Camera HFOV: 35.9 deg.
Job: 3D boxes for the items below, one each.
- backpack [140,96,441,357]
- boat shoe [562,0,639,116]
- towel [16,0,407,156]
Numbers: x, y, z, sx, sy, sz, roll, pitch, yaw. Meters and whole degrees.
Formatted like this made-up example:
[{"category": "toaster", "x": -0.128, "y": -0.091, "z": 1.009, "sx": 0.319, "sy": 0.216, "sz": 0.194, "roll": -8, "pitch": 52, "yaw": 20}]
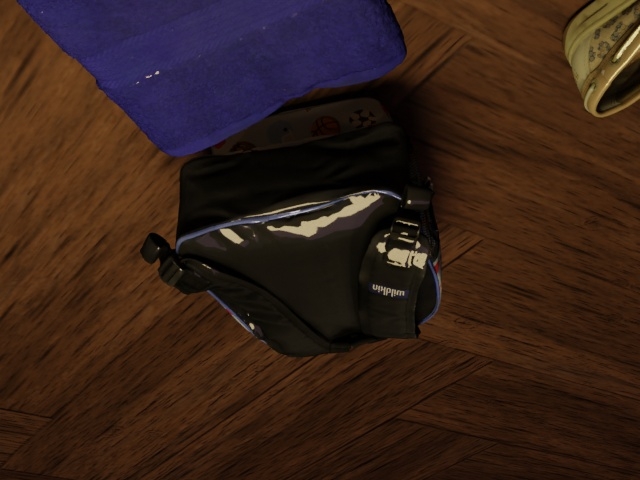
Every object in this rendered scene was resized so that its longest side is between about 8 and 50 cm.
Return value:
[{"category": "backpack", "x": 0.000, "y": 0.000, "z": 1.003, "sx": 0.277, "sy": 0.213, "sz": 0.263, "roll": -7, "pitch": 140, "yaw": 15}, {"category": "boat shoe", "x": 0.336, "y": -0.206, "z": 0.829, "sx": 0.105, "sy": 0.089, "sz": 0.285, "roll": 21, "pitch": 139, "yaw": -33}, {"category": "towel", "x": -0.087, "y": -0.192, "z": 0.700, "sx": 0.228, "sy": 0.076, "sz": 0.308, "roll": -21, "pitch": 149, "yaw": 11}]
